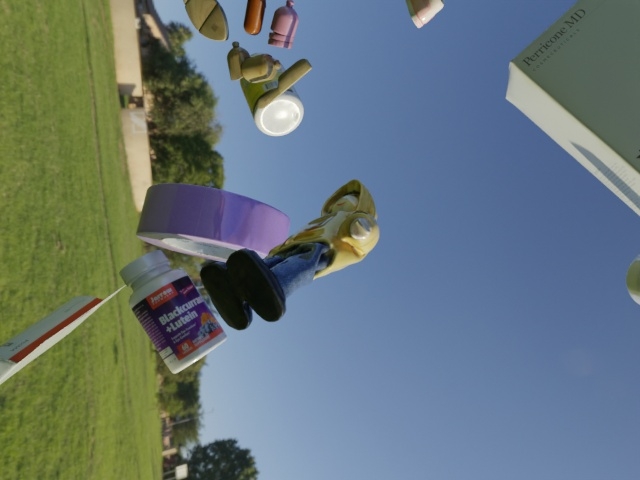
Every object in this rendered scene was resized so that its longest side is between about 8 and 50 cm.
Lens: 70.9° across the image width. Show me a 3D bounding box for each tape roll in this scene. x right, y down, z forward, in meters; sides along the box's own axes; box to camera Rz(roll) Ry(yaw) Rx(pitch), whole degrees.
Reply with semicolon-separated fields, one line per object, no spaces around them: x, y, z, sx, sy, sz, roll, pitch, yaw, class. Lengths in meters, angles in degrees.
-0.199;-0.020;0.859;0.275;0.275;0.090;164;-62;-66;tape roll

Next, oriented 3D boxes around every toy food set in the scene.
-0.056;-0.171;0.352;0.078;0.019;0.122;-30;-85;29;toy food set

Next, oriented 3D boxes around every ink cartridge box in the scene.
-0.471;0.150;0.779;0.232;0.189;0.066;-38;-83;31;ink cartridge box

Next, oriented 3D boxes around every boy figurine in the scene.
0.000;0.000;0.551;0.177;0.285;0.092;-22;-80;43;boy figurine

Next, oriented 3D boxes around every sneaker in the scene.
0.190;-0.463;0.832;0.070;0.051;0.134;-28;-120;33;sneaker

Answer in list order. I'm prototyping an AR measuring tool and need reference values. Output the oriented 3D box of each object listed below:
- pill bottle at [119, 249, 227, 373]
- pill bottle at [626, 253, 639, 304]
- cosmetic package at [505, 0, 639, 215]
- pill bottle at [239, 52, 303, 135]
-0.254;0.116;0.766;0.193;0.108;0.108;56;-27;2;pill bottle
0.916;0.115;1.041;0.361;0.204;0.204;-118;-157;-84;pill bottle
0.529;-0.223;0.752;0.385;0.217;0.156;49;10;16;cosmetic package
-0.123;-0.356;1.071;0.117;0.117;0.215;109;-32;-46;pill bottle
